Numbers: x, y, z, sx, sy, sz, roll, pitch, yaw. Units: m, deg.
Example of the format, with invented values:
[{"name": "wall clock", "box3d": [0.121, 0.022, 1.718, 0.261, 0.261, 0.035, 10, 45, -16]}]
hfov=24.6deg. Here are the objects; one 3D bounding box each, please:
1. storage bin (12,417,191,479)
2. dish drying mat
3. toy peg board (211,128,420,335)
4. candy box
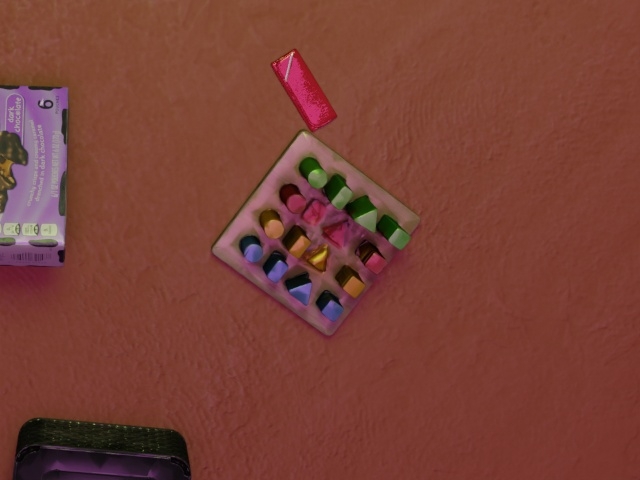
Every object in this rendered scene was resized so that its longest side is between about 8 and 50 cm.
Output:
[{"name": "storage bin", "box3d": [-0.231, 0.262, 1.535, 0.180, 0.084, 0.122, 7, 102, -9]}, {"name": "dish drying mat", "box3d": [-0.017, -0.154, 1.509, 0.032, 0.008, 0.083, -32, 106, -1]}, {"name": "toy peg board", "box3d": [0.000, 0.000, 1.511, 0.161, 0.079, 0.161, 37, 95, -14]}, {"name": "candy box", "box3d": [-0.342, -0.063, 1.412, 0.196, 0.070, 0.165, 1, 72, -10]}]
